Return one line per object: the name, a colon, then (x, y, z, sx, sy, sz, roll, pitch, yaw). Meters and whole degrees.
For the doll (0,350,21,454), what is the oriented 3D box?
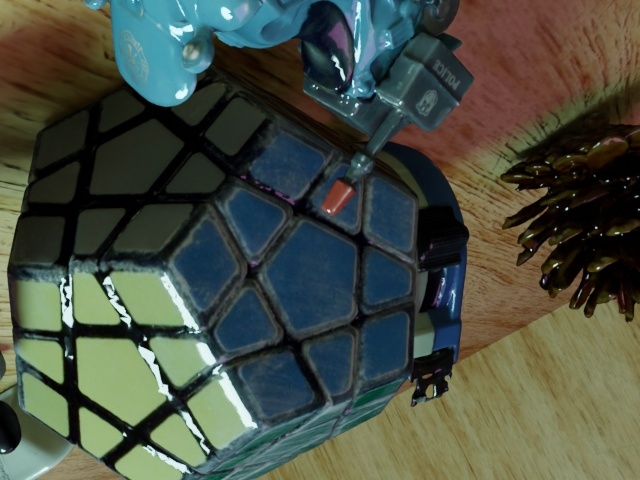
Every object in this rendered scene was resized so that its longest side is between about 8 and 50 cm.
doll: (-0.261, 0.047, 0.591, 0.258, 0.153, 0.195, 28, 95, -39)

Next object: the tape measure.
tape measure: (0.000, 0.000, 0.992, 0.098, 0.215, 0.351, -10, -159, -40)

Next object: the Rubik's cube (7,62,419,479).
Rubik's cube: (-0.074, 0.028, 0.725, 0.319, 0.319, 0.264, -15, -174, -32)

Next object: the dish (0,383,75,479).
dish: (-0.368, 0.227, 1.168, 0.234, 0.064, 0.154, -30, -156, 11)

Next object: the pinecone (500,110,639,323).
pinecone: (0.344, -0.023, 1.211, 0.264, 0.264, 0.264, -23, 163, -8)

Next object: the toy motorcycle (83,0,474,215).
toy motorcycle: (-0.014, -0.132, 0.540, 0.182, 0.123, 0.272, -56, 141, 2)
